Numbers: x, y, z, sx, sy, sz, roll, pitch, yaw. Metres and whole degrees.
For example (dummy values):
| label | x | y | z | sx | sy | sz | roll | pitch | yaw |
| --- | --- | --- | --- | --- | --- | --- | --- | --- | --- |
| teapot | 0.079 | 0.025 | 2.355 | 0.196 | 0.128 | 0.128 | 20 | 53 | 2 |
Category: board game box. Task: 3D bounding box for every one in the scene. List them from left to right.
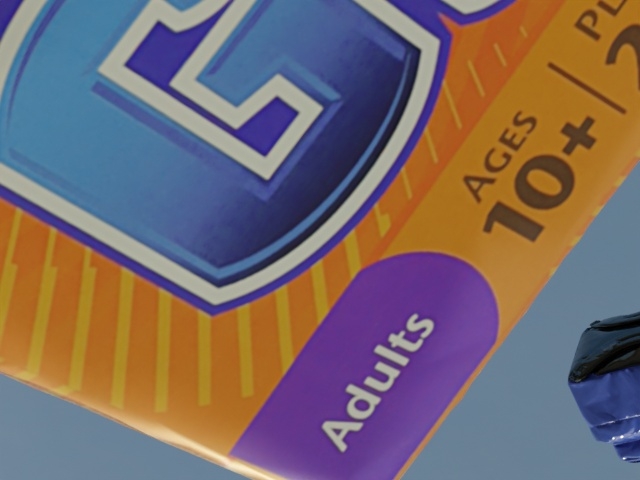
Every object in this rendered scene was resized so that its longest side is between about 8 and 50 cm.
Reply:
| label | x | y | z | sx | sy | sz | roll | pitch | yaw |
| --- | --- | --- | --- | --- | --- | --- | --- | --- | --- |
| board game box | -0.077 | -0.213 | 0.493 | 0.356 | 0.356 | 0.356 | -55 | -150 | 13 |

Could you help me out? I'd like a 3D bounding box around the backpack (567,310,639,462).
| label | x | y | z | sx | sy | sz | roll | pitch | yaw |
| --- | --- | --- | --- | --- | --- | --- | --- | --- | --- |
| backpack | 0.249 | 0.094 | 1.247 | 0.120 | 0.098 | 0.101 | -20 | -68 | 25 |
